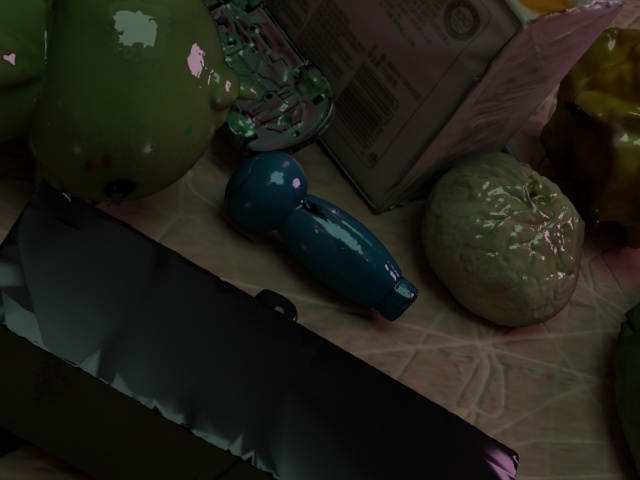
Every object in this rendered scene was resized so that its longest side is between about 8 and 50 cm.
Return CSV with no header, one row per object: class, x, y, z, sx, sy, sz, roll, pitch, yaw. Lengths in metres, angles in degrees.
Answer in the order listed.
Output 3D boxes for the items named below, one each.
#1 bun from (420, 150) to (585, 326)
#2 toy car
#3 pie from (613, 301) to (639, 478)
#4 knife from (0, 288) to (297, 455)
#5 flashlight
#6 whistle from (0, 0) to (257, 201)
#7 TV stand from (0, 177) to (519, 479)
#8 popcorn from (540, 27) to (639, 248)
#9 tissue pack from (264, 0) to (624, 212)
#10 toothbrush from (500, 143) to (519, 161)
bun,0.121,-0.004,0.888,0.115,0.069,0.115,20,50,-26
toy car,-0.045,-0.103,0.875,0.069,0.055,0.142,-30,61,-9
pie,0.314,0.130,0.910,0.302,0.067,0.302,19,43,-19
knife,-0.115,0.054,0.709,0.245,0.019,0.072,-18,65,-42
flashlight,0.000,0.000,0.824,0.129,0.051,0.051,42,40,-3
whistle,-0.175,-0.077,0.733,0.294,0.141,0.141,-8,55,-18
TV stand,-0.043,0.085,0.666,0.269,0.083,0.088,30,50,-11
popcorn,0.229,-0.071,0.983,0.152,0.148,0.167,-26,58,-24
tissue pack,0.049,-0.165,0.907,0.124,0.185,0.225,-18,65,-45
toothbrush,0.129,-0.059,0.996,0.019,0.013,0.193,-10,59,-31
